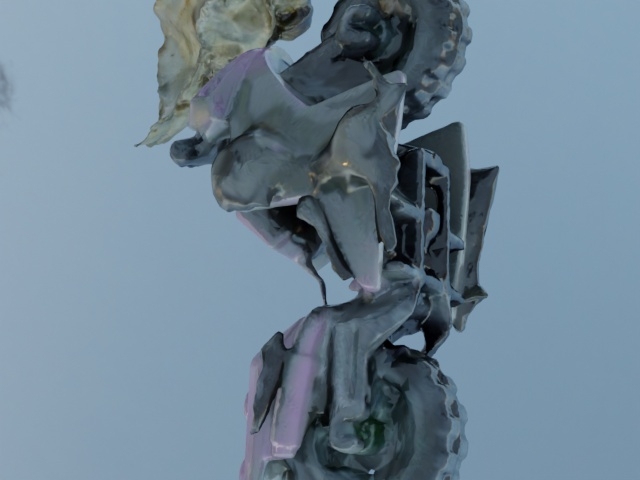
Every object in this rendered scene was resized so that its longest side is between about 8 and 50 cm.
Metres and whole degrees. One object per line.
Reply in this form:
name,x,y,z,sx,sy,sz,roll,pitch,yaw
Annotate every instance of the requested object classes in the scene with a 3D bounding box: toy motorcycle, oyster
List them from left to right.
oyster,-0.082,-0.168,0.890,0.107,0.233,0.161,8,-119,-26
toy motorcycle,0.000,0.000,0.628,0.188,0.143,0.327,-8,-110,33
